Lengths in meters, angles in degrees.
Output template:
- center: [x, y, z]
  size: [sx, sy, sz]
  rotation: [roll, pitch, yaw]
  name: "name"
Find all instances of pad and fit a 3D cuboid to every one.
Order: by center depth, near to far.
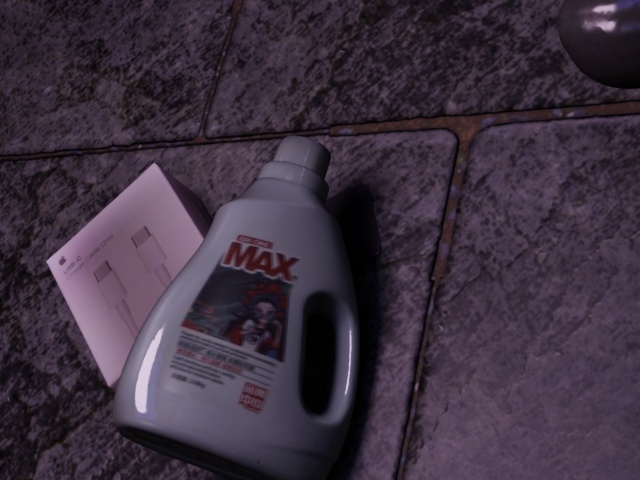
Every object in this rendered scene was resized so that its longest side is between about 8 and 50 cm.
- center: [0.000, 0.000, 1.842]
  size: [0.157, 0.003, 0.112]
  rotation: [-25, 53, 20]
  name: "pad"

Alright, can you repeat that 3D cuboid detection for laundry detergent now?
- center: [-0.059, 0.072, 1.705]
  size: [0.264, 0.125, 0.398]
  rotation: [21, 69, -6]
  name: "laundry detergent"

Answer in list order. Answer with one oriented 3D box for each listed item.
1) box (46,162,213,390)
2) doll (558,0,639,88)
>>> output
- center: [-0.211, 0.059, 1.884]
  size: [0.203, 0.106, 0.252]
  rotation: [-42, 48, 8]
  name: "box"
- center: [0.454, -0.220, 1.462]
  size: [0.382, 0.252, 0.378]
  rotation: [-15, 18, 34]
  name: "doll"
